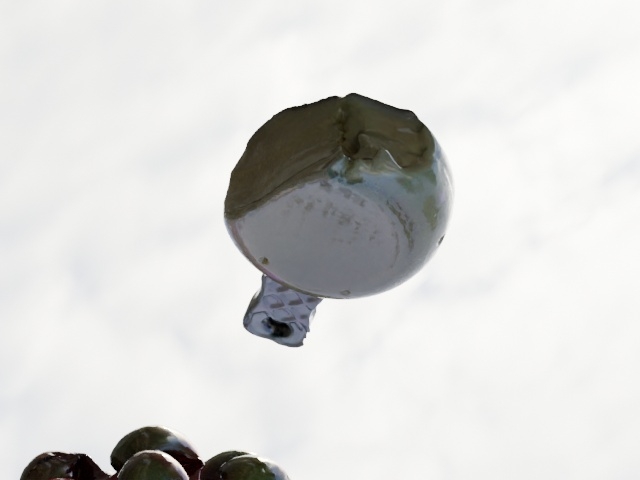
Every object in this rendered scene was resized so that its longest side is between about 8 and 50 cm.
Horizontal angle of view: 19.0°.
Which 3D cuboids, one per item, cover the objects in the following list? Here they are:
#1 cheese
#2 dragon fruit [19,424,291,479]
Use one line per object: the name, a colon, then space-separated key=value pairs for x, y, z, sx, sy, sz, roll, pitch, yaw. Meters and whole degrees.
cheese: x=-0.006 y=-0.004 z=0.852 sx=0.171 sy=0.092 sz=0.047 roll=-36 pitch=-153 yaw=48
dragon fruit: x=-0.097 y=0.210 z=1.179 sx=0.273 sy=0.218 sz=0.198 roll=-44 pitch=161 yaw=-27
